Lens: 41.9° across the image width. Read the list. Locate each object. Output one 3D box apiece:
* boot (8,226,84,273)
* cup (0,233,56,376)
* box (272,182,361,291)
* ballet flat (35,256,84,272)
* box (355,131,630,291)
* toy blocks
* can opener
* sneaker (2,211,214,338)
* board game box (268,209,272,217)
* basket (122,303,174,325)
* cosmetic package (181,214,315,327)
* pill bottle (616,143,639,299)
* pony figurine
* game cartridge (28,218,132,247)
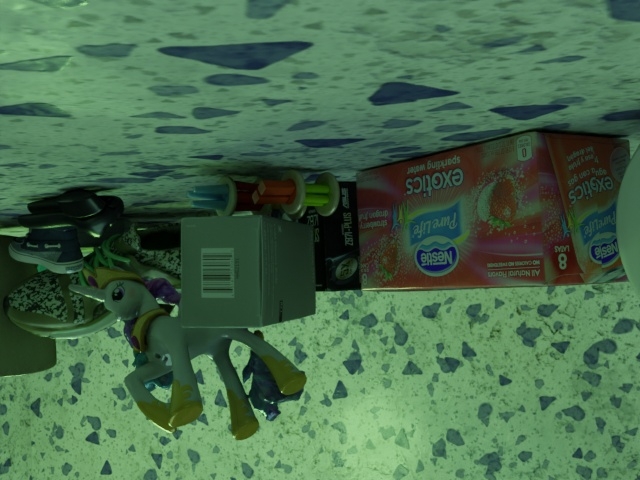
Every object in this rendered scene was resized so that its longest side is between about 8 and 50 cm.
[{"bbox_3d":[-0.456,-0.006,1.385,0.190,0.086,0.069,11,-161,38],"label":"boot"},{"bbox_3d":[-0.645,0.104,1.534,0.331,0.237,0.331,6,-179,0],"label":"cup"},{"bbox_3d":[0.000,0.000,1.196,0.077,0.147,0.180,-2,178,-25],"label":"box"},{"bbox_3d":[-0.703,0.059,2.125,0.139,0.139,0.400,-3,173,1],"label":"ballet flat"},{"bbox_3d":[0.181,-0.020,0.933,0.142,0.154,0.300,-1,177,-33],"label":"box"},{"bbox_3d":[-0.071,-0.054,0.989,0.148,0.054,0.123,0,177,-34],"label":"toy blocks"},{"bbox_3d":[-0.335,-0.041,1.116,0.186,0.073,0.059,-1,-143,39],"label":"can opener"},{"bbox_3d":[-0.350,0.035,1.457,0.410,0.158,0.182,-17,140,-18],"label":"sneaker"},{"bbox_3d":[0.018,0.002,1.369,0.260,0.136,0.030,-1,171,-45],"label":"board game box"},{"bbox_3d":[-0.349,0.083,1.693,0.204,0.154,0.227,-35,-167,4],"label":"basket"},{"bbox_3d":[-0.079,0.037,1.004,0.107,0.127,0.238,-2,180,16],"label":"cosmetic package"},{"bbox_3d":[0.466,-0.018,0.733,0.361,0.204,0.204,-1,177,-22],"label":"pill bottle"},{"bbox_3d":[-0.180,0.138,1.330,0.351,0.303,0.363,-9,-138,-35],"label":"pony figurine"},{"bbox_3d":[-0.465,-0.004,1.627,0.196,0.060,0.294,-6,178,-19],"label":"game cartridge"}]
